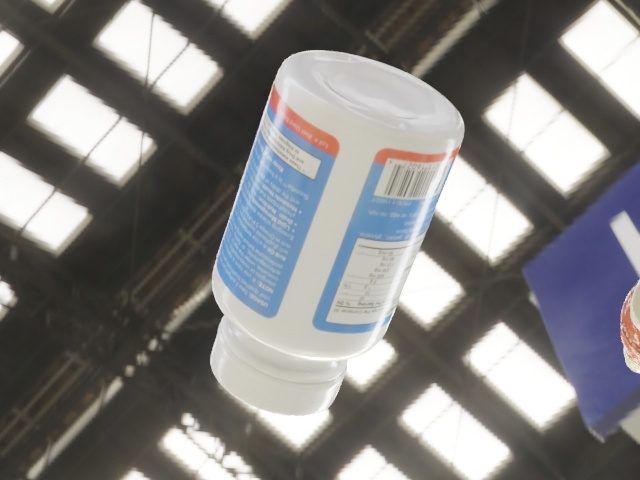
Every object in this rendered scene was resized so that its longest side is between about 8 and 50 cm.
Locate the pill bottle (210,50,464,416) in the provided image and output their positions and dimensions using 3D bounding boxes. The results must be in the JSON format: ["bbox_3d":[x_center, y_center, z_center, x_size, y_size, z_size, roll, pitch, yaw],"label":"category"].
[{"bbox_3d":[0.000,0.000,0.891,0.124,0.124,0.221,17,-64,-9],"label":"pill bottle"}]

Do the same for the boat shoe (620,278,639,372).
[{"bbox_3d":[0.185,0.007,0.630,0.137,0.049,0.043,-43,-27,-23],"label":"boat shoe"}]
